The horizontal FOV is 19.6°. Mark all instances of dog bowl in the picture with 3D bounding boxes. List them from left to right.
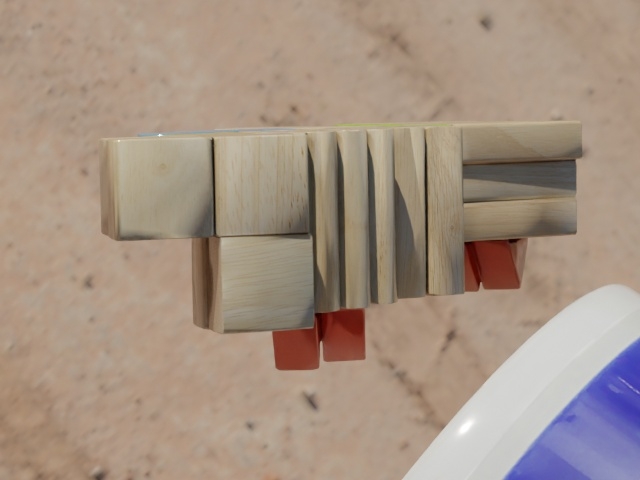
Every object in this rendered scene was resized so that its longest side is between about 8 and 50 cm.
[{"bbox_3d":[0.089,0.153,0.756,0.104,0.265,0.265,36,42,19],"label":"dog bowl"}]

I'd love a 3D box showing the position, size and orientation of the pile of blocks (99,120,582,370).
[{"bbox_3d":[0.000,0.000,0.911,0.362,0.149,0.113,-7,97,-56],"label":"pile of blocks"}]
